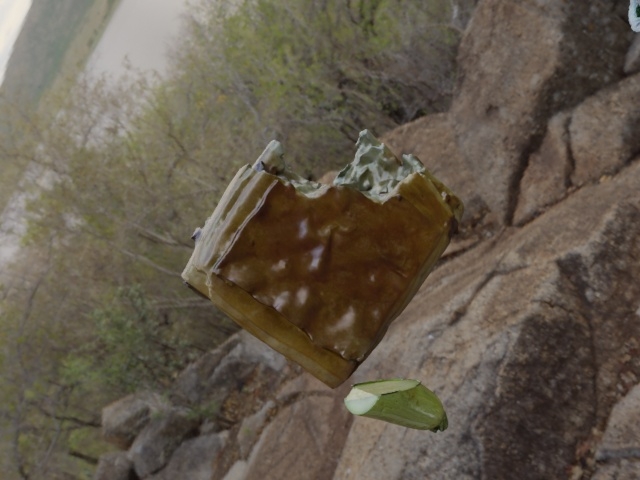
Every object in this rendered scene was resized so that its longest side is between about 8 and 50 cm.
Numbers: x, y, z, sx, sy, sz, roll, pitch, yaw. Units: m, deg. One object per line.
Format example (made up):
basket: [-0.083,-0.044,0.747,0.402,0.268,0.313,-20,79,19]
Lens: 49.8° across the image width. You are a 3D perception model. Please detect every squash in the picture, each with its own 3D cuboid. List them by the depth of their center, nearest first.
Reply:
squash: [0.135,0.248,1.054,0.090,0.200,0.075,-28,50,43]

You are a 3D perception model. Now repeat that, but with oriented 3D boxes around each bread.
bread: [0.000,0.000,1.007,0.370,0.314,0.191,-57,11,-22]

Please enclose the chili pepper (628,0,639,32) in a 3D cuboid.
chili pepper: [0.439,-0.247,0.723,0.099,0.270,0.136,-36,48,53]
